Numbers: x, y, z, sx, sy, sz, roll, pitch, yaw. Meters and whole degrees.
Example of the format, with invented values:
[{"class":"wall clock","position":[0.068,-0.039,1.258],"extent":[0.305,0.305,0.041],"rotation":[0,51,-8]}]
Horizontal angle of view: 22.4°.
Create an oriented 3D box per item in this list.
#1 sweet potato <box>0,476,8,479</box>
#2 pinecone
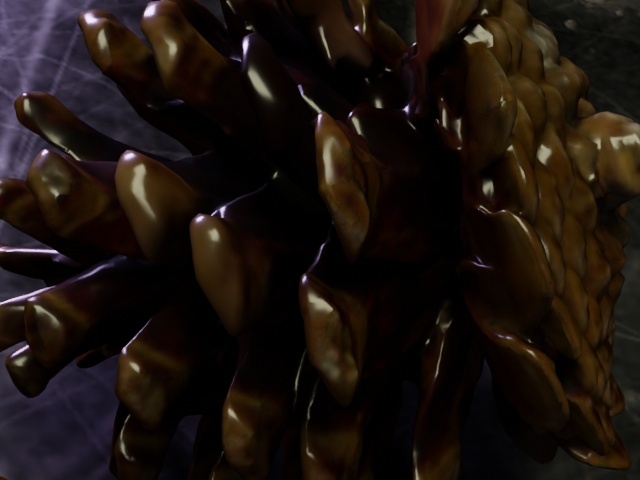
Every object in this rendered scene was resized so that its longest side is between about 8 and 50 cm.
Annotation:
[{"class":"sweet potato","position":[-0.146,0.122,0.533],"extent":[0.359,0.112,0.112],"rotation":[12,44,-11]},{"class":"pinecone","position":[-0.005,-0.008,0.614],"extent":[0.264,0.264,0.264],"rotation":[8,44,-8]}]
